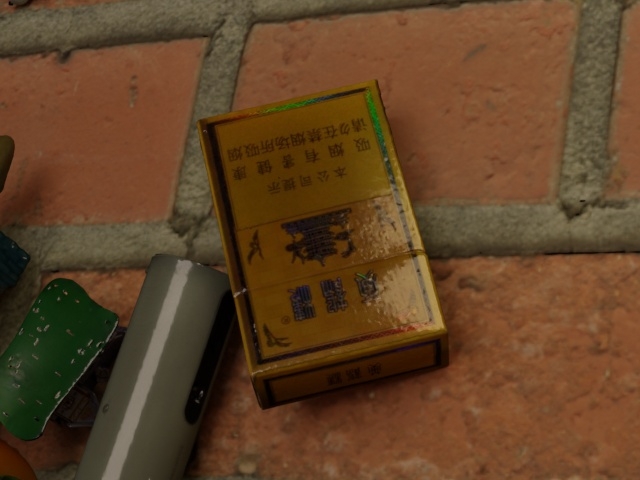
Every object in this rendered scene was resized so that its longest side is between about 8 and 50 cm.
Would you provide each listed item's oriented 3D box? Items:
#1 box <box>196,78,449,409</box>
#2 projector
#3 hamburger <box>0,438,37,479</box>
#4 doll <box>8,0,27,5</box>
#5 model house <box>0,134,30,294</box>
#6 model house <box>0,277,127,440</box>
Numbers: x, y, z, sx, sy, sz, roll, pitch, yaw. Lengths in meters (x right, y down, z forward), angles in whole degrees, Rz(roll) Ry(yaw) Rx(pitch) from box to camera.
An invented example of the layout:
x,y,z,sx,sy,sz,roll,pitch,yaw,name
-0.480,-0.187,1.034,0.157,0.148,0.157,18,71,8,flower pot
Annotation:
x,y,z,sx,sy,sz,roll,pitch,yaw,name
0.000,0.000,1.606,0.193,0.084,0.301,-13,60,0,box
-0.175,0.184,1.637,0.108,0.108,0.337,9,73,31,projector
-0.390,0.274,1.631,0.246,0.246,0.170,-19,57,20,hamburger
-0.371,-0.331,2.018,0.058,0.040,0.085,-26,58,28,doll
-0.431,0.003,1.753,0.325,0.267,0.194,-54,14,-17,model house
-0.269,0.138,1.718,0.117,0.088,0.167,28,82,34,model house
